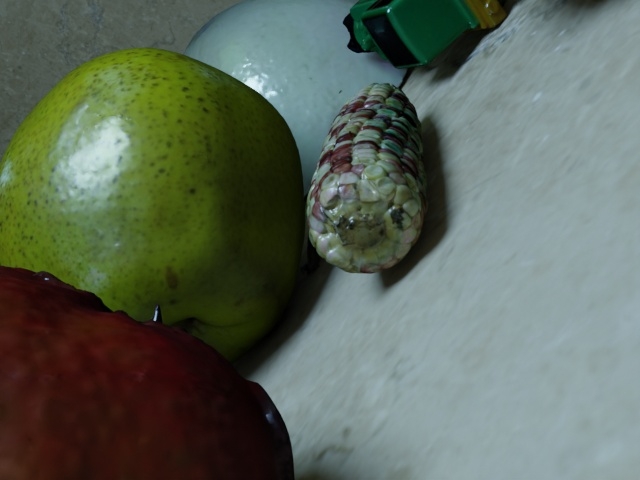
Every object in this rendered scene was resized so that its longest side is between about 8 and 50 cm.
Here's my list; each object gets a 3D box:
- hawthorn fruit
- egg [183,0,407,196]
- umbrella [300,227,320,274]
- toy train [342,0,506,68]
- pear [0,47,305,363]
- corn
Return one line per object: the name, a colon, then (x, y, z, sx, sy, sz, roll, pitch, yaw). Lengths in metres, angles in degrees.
hawthorn fruit: (-0.159, 0.167, 0.450, 0.307, 0.265, 0.265, -70, 18, -8)
egg: (-0.061, -0.179, 1.079, 0.337, 0.201, 0.337, -45, 20, 21)
umbrella: (-0.001, -0.002, 0.822, 0.031, 0.020, 0.083, -5, 39, 23)
toy train: (0.089, -0.226, 0.890, 0.136, 0.091, 0.228, -45, 21, -15)
pear: (-0.144, -0.023, 0.798, 0.294, 0.294, 0.294, -47, 15, 17)
corn: (0.039, -0.059, 0.708, 0.086, 0.086, 0.253, -45, 15, 23)
